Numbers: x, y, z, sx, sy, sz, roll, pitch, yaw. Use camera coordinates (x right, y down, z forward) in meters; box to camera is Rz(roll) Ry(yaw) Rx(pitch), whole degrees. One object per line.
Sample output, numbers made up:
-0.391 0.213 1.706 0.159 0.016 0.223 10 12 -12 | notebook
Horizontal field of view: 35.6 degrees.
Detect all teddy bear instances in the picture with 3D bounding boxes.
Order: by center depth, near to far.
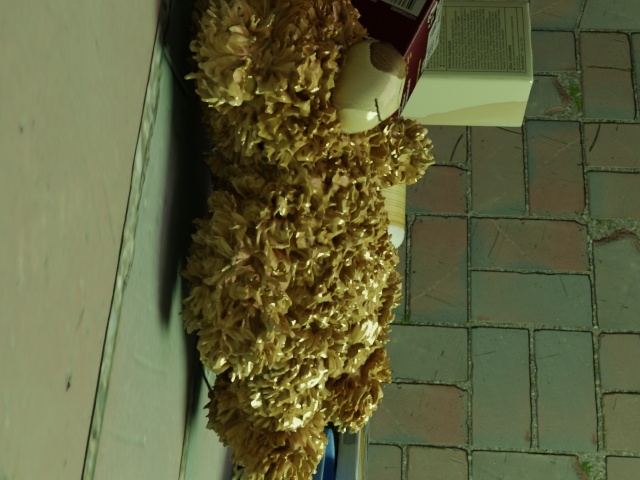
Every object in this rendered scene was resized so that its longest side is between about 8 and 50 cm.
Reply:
0.000 0.000 0.618 0.245 0.113 0.338 -7 108 -52 | teddy bear

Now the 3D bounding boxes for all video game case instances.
0.039 0.261 1.151 0.285 0.025 0.204 -81 170 -57 | video game case

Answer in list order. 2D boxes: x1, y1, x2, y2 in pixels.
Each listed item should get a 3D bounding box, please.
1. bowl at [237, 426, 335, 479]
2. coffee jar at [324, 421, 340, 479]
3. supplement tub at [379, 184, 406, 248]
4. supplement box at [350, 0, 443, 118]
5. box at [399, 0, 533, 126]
-0.036 0.363 0.893 0.391 0.077 0.391 2 90 -86 | bowl
-0.003 0.299 1.309 0.096 0.079 0.184 108 -12 -60 | coffee jar
0.045 -0.060 1.365 0.144 0.144 0.200 65 27 -82 | supplement tub
0.015 -0.097 0.786 0.239 0.073 0.130 -62 171 -9 | supplement box
0.140 -0.256 1.436 0.121 0.311 0.148 84 9 -64 | box
